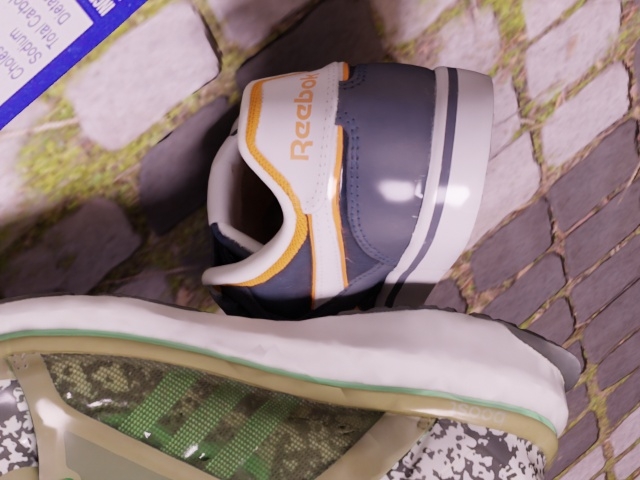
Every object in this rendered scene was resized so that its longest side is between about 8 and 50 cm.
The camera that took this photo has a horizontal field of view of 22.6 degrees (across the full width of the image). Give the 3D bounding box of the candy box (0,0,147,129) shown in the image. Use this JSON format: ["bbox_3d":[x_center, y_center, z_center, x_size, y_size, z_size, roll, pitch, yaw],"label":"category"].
[{"bbox_3d":[-0.175,-0.107,0.361,0.317,0.268,0.122,-41,147,-3],"label":"candy box"}]

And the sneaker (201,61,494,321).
[{"bbox_3d":[0.000,0.000,0.865,0.127,0.126,0.321,7,152,-4],"label":"sneaker"}]

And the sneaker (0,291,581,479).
[{"bbox_3d":[-0.062,0.134,0.774,0.410,0.182,0.158,-1,150,-8],"label":"sneaker"}]
